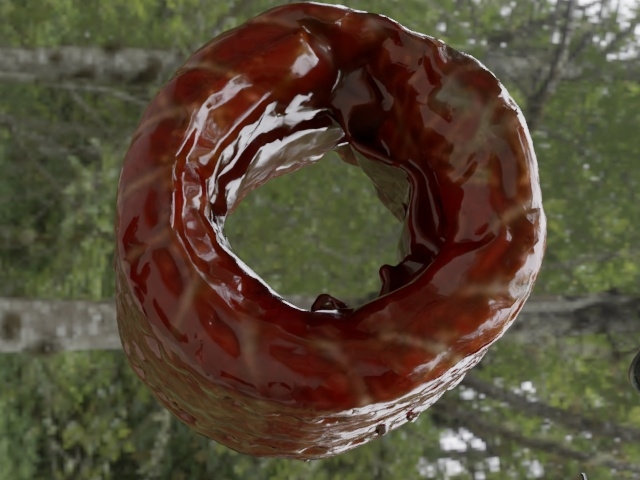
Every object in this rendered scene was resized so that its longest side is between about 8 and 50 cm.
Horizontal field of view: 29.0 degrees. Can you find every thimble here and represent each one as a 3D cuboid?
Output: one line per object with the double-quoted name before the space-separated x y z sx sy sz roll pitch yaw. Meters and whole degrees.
"thimble" 0.000 0.000 1.006 0.231 0.350 0.350 103 -22 -68

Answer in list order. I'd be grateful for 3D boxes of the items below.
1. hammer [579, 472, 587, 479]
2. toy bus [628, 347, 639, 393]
"hammer" 0.334 0.240 1.137 0.198 0.013 0.062 -8 -102 23
"toy bus" 0.350 0.122 1.040 0.077 0.174 0.079 -54 171 -44
